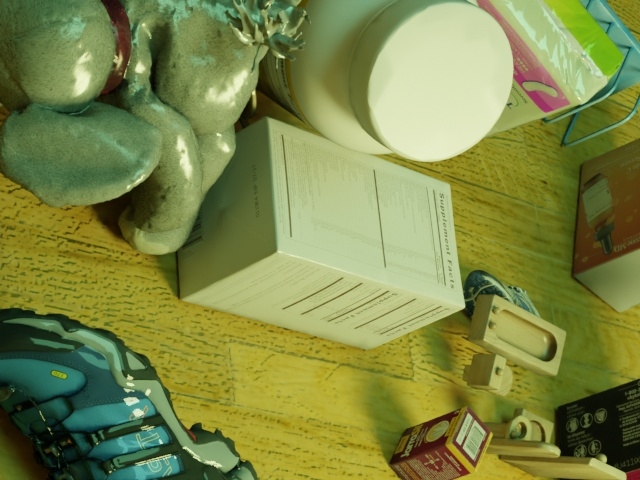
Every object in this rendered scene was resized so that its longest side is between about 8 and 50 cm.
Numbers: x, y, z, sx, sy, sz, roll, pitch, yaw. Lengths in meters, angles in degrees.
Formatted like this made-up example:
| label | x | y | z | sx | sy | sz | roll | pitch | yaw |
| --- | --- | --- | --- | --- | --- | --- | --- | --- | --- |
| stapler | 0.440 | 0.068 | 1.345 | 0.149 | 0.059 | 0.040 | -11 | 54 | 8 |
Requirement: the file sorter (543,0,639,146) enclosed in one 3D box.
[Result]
| label | x | y | z | sx | sy | sz | roll | pitch | yaw |
| --- | --- | --- | --- | --- | --- | --- | --- | --- | --- |
| file sorter | 0.288 | -0.210 | 2.193 | 0.170 | 0.118 | 0.104 | 47 | 46 | -20 |

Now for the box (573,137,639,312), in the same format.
| label | x | y | z | sx | sy | sz | roll | pitch | yaw |
| --- | --- | --- | --- | --- | --- | --- | --- | --- | --- |
| box | 0.374 | -0.025 | 2.174 | 0.091 | 0.130 | 0.170 | 36 | 46 | -31 |

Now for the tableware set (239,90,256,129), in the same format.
| label | x | y | z | sx | sy | sz | roll | pitch | yaw |
| --- | --- | --- | --- | --- | --- | --- | --- | --- | --- |
| tableware set | -0.111 | -0.185 | 1.708 | 0.039 | 0.128 | 0.194 | -18 | 53 | -17 |

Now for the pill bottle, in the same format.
| label | x | y | z | sx | sy | sz | roll | pitch | yaw |
| --- | --- | --- | --- | --- | --- | --- | --- | --- | --- |
| pill bottle | 0.030 | -0.190 | 1.707 | 0.188 | 0.334 | 0.188 | -11 | 116 | -24 |

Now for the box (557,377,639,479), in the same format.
| label | x | y | z | sx | sy | sz | roll | pitch | yaw |
| --- | --- | --- | --- | --- | --- | --- | --- | --- | --- |
| box | 0.388 | 0.229 | 1.960 | 0.142 | 0.247 | 0.163 | 29 | 51 | -38 |

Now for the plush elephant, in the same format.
| label | x | y | z | sx | sy | sz | roll | pitch | yaw |
| --- | --- | --- | --- | --- | --- | --- | --- | --- | --- |
| plush elephant | -0.189 | -0.145 | 1.534 | 0.255 | 0.330 | 0.272 | 0 | 77 | -29 |

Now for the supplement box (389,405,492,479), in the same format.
| label | x | y | z | sx | sy | sz | roll | pitch | yaw |
| --- | --- | --- | --- | --- | --- | --- | --- | --- | --- |
| supplement box | 0.116 | 0.201 | 1.804 | 0.043 | 0.083 | 0.055 | 48 | 42 | -18 |

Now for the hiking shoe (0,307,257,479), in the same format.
| label | x | y | z | sx | sy | sz | roll | pitch | yaw |
| --- | --- | --- | --- | --- | --- | --- | --- | --- | --- |
| hiking shoe | -0.169 | 0.169 | 1.483 | 0.304 | 0.113 | 0.132 | 40 | 44 | -27 |

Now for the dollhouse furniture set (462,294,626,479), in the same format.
| label | x | y | z | sx | sy | sz | roll | pitch | yaw |
| --- | --- | --- | --- | --- | --- | --- | --- | --- | --- |
| dollhouse furniture set | 0.232 | 0.148 | 1.896 | 0.144 | 0.123 | 0.151 | 27 | 71 | -36 |

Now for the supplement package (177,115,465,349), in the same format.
| label | x | y | z | sx | sy | sz | roll | pitch | yaw |
| --- | --- | --- | --- | --- | --- | --- | --- | --- | --- |
| supplement package | 0.000 | 0.000 | 1.745 | 0.244 | 0.134 | 0.139 | 18 | 57 | -41 |

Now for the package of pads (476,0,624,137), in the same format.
| label | x | y | z | sx | sy | sz | roll | pitch | yaw |
| --- | --- | --- | --- | --- | --- | --- | --- | --- | --- |
| package of pads | 0.139 | -0.245 | 1.959 | 0.296 | 0.229 | 0.101 | 49 | 60 | -15 |

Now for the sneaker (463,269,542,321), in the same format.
| label | x | y | z | sx | sy | sz | roll | pitch | yaw |
| --- | --- | --- | --- | --- | --- | --- | --- | --- | --- |
| sneaker | 0.196 | 0.071 | 1.998 | 0.135 | 0.052 | 0.058 | 47 | 32 | -31 |
